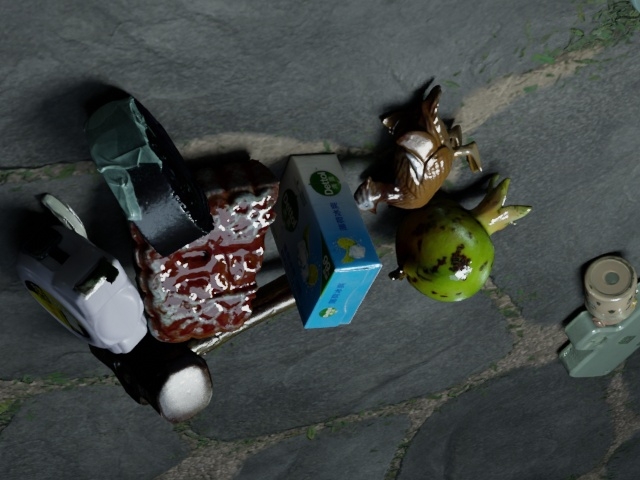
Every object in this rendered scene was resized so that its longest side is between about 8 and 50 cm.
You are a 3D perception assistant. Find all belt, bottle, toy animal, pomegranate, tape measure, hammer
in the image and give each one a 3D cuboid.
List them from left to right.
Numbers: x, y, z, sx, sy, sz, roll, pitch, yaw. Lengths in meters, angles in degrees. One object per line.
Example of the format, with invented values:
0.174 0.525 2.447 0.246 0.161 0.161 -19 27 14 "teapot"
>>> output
-0.307 0.051 1.700 0.105 0.178 0.196 -50 157 -18 "tape measure"
-0.206 -0.076 1.563 0.078 0.151 0.198 -28 110 8 "belt"
-0.115 0.101 1.901 0.408 0.242 0.095 -28 118 -20 "hammer"
0.121 -0.118 1.758 0.179 0.089 0.188 -19 131 -18 "toy animal"
0.202 -0.010 1.920 0.220 0.156 0.156 -49 141 11 "pomegranate"
0.511 0.095 2.305 0.098 0.099 0.152 -22 150 2 "bottle"

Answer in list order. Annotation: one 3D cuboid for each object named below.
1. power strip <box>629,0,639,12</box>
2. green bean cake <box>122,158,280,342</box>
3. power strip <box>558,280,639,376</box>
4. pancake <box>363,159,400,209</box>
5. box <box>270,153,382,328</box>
0.470 -0.369 1.624 0.216 0.044 0.137 -32 146 18 "power strip"
-0.153 0.020 1.739 0.198 0.097 0.233 -9 122 -13 "green bean cake"
0.543 0.164 2.450 0.193 0.059 0.265 2 142 -38 "power strip"
0.122 -0.088 1.870 0.116 0.023 0.129 -39 148 27 "pancake"
0.001 0.000 1.769 0.073 0.194 0.139 -4 144 -24 "box"
